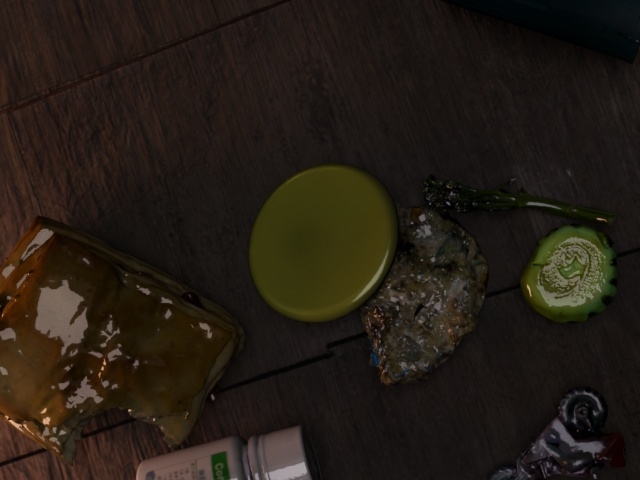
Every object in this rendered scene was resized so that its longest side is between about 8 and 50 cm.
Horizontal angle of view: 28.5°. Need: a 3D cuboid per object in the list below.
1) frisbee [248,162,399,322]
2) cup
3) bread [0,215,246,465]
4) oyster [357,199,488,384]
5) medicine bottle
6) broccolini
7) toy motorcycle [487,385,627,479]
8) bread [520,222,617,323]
[{"bbox_3d":[0.000,0.000,1.760,0.236,0.017,0.235,-9,69,24],"label":"frisbee"},{"bbox_3d":[0.326,-0.422,1.687,0.292,0.242,0.307,17,90,10],"label":"cup"},{"bbox_3d":[-0.328,0.156,1.746,0.370,0.191,0.314,33,89,7],"label":"bread"},{"bbox_3d":[0.126,0.075,1.748,0.198,0.092,0.259,21,85,5],"label":"oyster"},{"bbox_3d":[-0.121,0.338,1.731,0.237,0.139,0.139,-15,84,4],"label":"medicine bottle"},{"bbox_3d":[0.267,-0.050,1.715,0.272,0.123,0.062,9,114,12],"label":"broccolini"},{"bbox_3d":[0.327,0.304,1.707,0.122,0.082,0.213,44,100,19],"label":"toy motorcycle"},{"bbox_3d":[0.342,0.046,1.728,0.130,0.071,0.139,8,80,12],"label":"bread"}]
